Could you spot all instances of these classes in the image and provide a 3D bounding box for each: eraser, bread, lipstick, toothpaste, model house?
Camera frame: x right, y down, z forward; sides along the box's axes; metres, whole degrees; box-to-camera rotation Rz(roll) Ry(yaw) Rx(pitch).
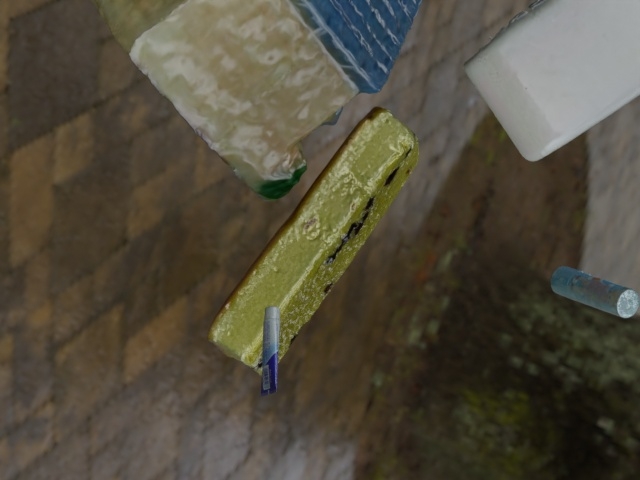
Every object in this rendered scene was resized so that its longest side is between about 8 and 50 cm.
[{"bbox_3d":[0.345,-0.249,1.589,0.331,0.150,0.331,-37,-179,1],"label":"eraser"},{"bbox_3d":[-0.001,0.000,1.797,0.361,0.077,0.138,-54,165,-7],"label":"bread"},{"bbox_3d":[0.423,0.079,2.260,0.048,0.158,0.048,-8,106,-29],"label":"lipstick"},{"bbox_3d":[-0.047,0.102,1.349,0.015,0.024,0.083,19,61,-35],"label":"toothpaste"},{"bbox_3d":[-0.081,-0.325,1.765,0.342,0.382,0.334,-40,136,4],"label":"model house"}]
